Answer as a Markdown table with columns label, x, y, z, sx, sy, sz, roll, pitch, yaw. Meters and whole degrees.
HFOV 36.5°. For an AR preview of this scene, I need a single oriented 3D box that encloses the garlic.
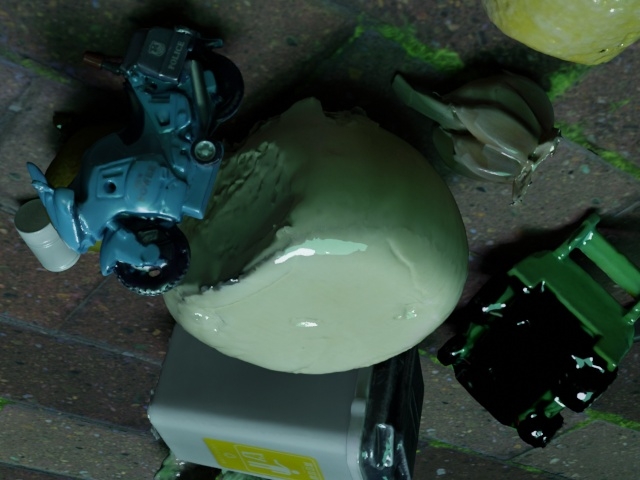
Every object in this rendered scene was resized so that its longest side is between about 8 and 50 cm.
| label | x | y | z | sx | sy | sz | roll | pitch | yaw |
| --- | --- | --- | --- | --- | --- | --- | --- | --- | --- |
| garlic | 0.166 | -0.128 | 1.080 | 0.194 | 0.127 | 0.131 | 22 | 124 | 7 |

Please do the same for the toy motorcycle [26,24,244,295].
| label | x | y | z | sx | sy | sz | roll | pitch | yaw |
| --- | --- | --- | --- | --- | --- | --- | --- | --- | --- |
| toy motorcycle | -0.187 | -0.091 | 0.969 | 0.182 | 0.272 | 0.123 | 17 | 168 | -1 |

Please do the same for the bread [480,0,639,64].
| label | x | y | z | sx | sy | sz | roll | pitch | yaw |
| --- | --- | --- | --- | --- | --- | --- | --- | --- | --- |
| bread | 0.239 | -0.260 | 0.841 | 0.197 | 0.197 | 0.170 | 7 | 155 | -15 |

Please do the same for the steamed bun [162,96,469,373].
| label | x | y | z | sx | sy | sz | roll | pitch | yaw |
| --- | --- | --- | --- | --- | --- | --- | --- | --- | --- |
| steamed bun | 0.000 | 0.000 | 1.125 | 0.333 | 0.233 | 0.312 | -21 | 143 | 28 |

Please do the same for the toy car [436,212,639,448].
| label | x | y | z | sx | sy | sz | roll | pitch | yaw |
| --- | --- | --- | --- | --- | --- | --- | --- | --- | --- |
| toy car | 0.320 | 0.139 | 1.388 | 0.176 | 0.213 | 0.359 | -39 | 163 | -28 |

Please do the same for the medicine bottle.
| label | x | y | z | sx | sy | sz | roll | pitch | yaw |
| --- | --- | --- | --- | --- | --- | --- | --- | --- | --- |
| medicine bottle | -0.344 | -0.006 | 1.229 | 0.057 | 0.057 | 0.089 | -9 | 145 | 6 |

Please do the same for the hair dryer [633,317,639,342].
| label | x | y | z | sx | sy | sz | roll | pitch | yaw |
| --- | --- | --- | --- | --- | --- | --- | --- | --- | --- |
| hair dryer | 0.482 | 0.102 | 1.438 | 0.244 | 0.116 | 0.302 | 29 | 140 | -34 |

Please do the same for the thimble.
| label | x | y | z | sx | sy | sz | roll | pitch | yaw |
| --- | --- | --- | --- | --- | --- | --- | --- | --- | --- |
| thimble | -0.192 | 0.451 | 1.745 | 0.219 | 0.219 | 0.150 | -23 | 140 | 25 |

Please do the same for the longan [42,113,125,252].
| label | x | y | z | sx | sy | sz | roll | pitch | yaw |
| --- | --- | --- | --- | --- | --- | --- | --- | --- | --- |
| longan | -0.247 | -0.068 | 1.097 | 0.154 | 0.176 | 0.145 | -37 | 179 | 13 |

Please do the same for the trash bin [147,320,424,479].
| label | x | y | z | sx | sy | sz | roll | pitch | yaw |
| --- | --- | --- | --- | --- | --- | --- | --- | --- | --- |
| trash bin | -0.039 | 0.216 | 1.435 | 0.367 | 0.296 | 0.256 | 3 | 148 | 14 |
